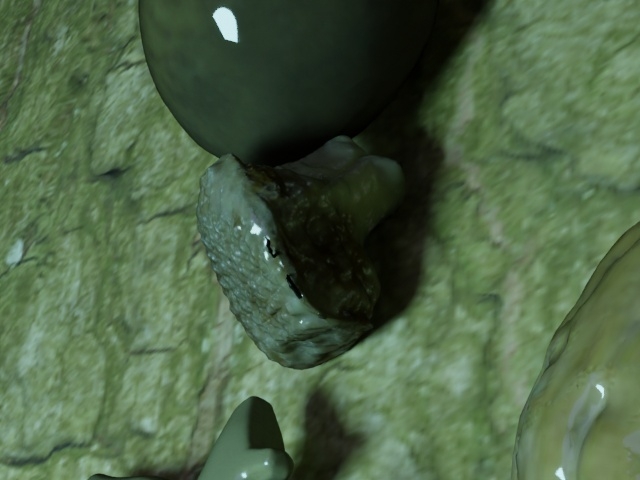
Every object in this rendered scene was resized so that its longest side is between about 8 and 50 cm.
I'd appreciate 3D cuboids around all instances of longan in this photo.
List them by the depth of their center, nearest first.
[{"bbox_3d":[-0.021,-0.149,1.041,0.212,0.198,0.198,-59,32,-2],"label":"longan"}]

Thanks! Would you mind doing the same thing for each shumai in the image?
[{"bbox_3d":[-0.002,-0.003,0.987,0.116,0.145,0.145,-29,27,-19],"label":"shumai"}]

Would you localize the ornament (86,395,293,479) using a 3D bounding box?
[{"bbox_3d":[-0.104,0.195,0.996,0.230,0.061,0.245,-64,20,-15],"label":"ornament"}]

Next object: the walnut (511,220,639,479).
[{"bbox_3d":[0.163,0.090,0.601,0.198,0.198,0.245,-8,53,52],"label":"walnut"}]
